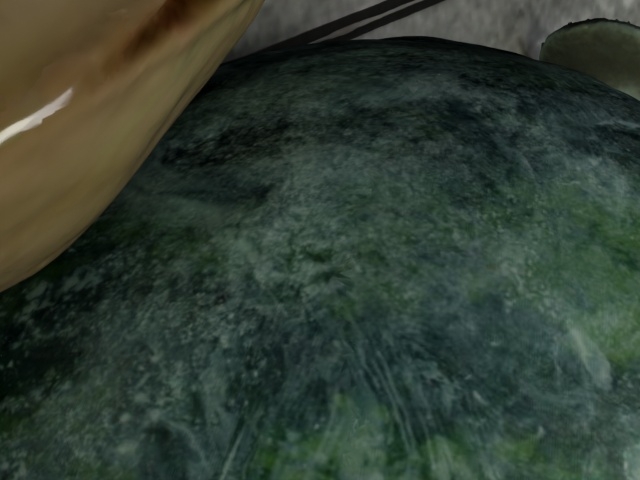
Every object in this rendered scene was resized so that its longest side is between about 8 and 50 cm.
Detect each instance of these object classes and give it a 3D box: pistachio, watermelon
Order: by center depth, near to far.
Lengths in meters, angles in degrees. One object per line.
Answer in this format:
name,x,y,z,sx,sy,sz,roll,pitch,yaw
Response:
pistachio,-0.081,-0.070,0.451,0.206,0.131,0.129,-51,141,-33
watermelon,0.021,0.053,0.532,0.289,0.320,0.213,-87,170,-45

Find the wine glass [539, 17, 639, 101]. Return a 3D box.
wine glass,0.000,0.000,0.635,0.264,0.096,0.309,44,65,-19
